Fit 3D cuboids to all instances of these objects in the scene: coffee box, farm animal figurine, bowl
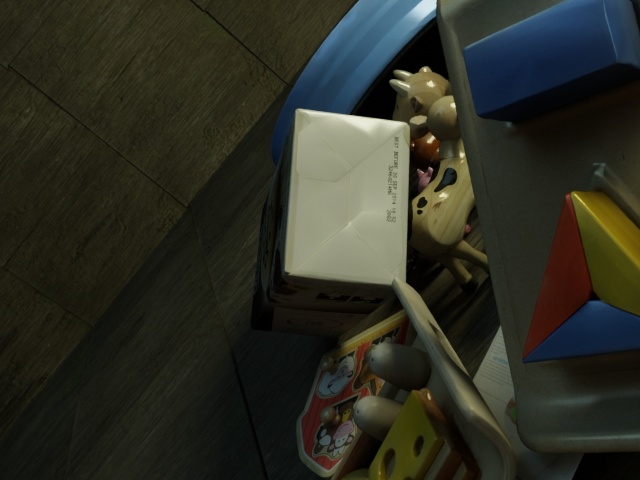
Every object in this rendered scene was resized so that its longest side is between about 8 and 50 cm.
[{"bbox_3d":[0.000,0.000,0.840,0.297,0.119,0.168,122,153,-70],"label":"coffee box"},{"bbox_3d":[0.167,-0.139,0.839,0.327,0.172,0.330,-45,20,20],"label":"farm animal figurine"},{"bbox_3d":[0.099,-0.216,1.034,0.391,0.077,0.391,-44,-12,-12],"label":"bowl"}]

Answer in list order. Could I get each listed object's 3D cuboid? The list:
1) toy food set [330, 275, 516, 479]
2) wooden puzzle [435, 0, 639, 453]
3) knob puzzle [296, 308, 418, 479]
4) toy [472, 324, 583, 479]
[{"bbox_3d":[0.021,0.200,0.593,0.306,0.092,0.220,-64,15,14],"label":"toy food set"},{"bbox_3d":[0.207,-0.065,0.413,0.322,0.080,0.347,-17,75,44],"label":"wooden puzzle"},{"bbox_3d":[0.028,0.167,0.823,0.213,0.030,0.213,-44,20,21],"label":"knob puzzle"},{"bbox_3d":[0.174,0.105,0.554,0.237,0.056,0.137,-59,23,-6],"label":"toy"}]
